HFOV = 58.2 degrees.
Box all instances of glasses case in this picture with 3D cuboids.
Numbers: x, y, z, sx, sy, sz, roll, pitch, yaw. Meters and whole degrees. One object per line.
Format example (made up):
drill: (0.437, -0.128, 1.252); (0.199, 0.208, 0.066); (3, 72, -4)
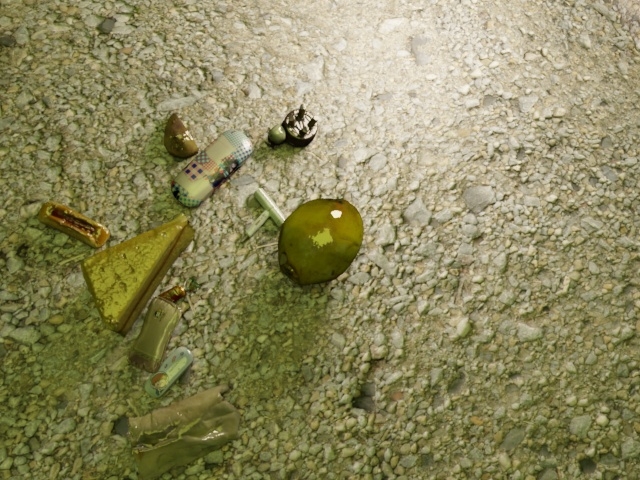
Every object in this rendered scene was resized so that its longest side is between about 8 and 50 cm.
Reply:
glasses case: (-0.371, -0.250, 1.974); (0.125, 0.076, 0.327); (42, 75, 3)
glasses case: (-0.474, 0.413, 1.802); (0.067, 0.045, 0.178); (39, 75, 11)

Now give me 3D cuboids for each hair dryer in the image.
hair dryer: (-0.226, -0.070, 1.964); (0.183, 0.044, 0.155); (-36, 80, -11)

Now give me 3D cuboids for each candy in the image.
candy: (-0.477, 0.178, 1.865); (0.182, 0.046, 0.053); (-31, 96, -4)

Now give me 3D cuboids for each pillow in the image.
pillow: (-0.521, 0.297, 1.806); (0.130, 0.038, 0.233); (19, 83, 23)

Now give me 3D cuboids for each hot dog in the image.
hot dog: (-0.809, -0.057, 1.875); (0.242, 0.073, 0.084); (27, 69, 1)

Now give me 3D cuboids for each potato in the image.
potato: (-0.503, -0.366, 1.982); (0.100, 0.089, 0.172); (-31, 82, -11)

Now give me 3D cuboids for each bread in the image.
bread: (-0.517, 0.100, 1.784); (0.361, 0.233, 0.245); (-27, 80, -13)

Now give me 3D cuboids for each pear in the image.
pear: (0.000, 0.000, 1.862); (0.269, 0.269, 0.321); (32, 61, 2)

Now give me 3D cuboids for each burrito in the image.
burrito: (-0.404, 0.565, 1.729); (0.332, 0.135, 0.190); (-20, 71, -15)

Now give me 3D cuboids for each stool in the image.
stool: (-0.097, -0.395, 2.025); (0.217, 0.121, 0.125); (-19, 80, -16)
